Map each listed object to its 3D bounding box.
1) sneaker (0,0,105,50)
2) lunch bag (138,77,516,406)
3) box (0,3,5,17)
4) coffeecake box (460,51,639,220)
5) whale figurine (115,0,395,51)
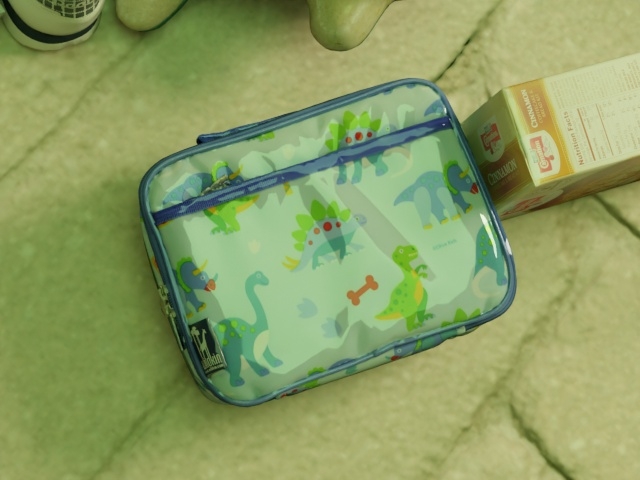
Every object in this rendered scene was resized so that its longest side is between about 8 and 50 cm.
[{"bbox_3d":[-0.201,-0.239,1.042,0.090,0.095,0.235,-30,86,-15],"label":"sneaker"},{"bbox_3d":[0.000,0.000,1.037,0.219,0.090,0.176,-17,85,-8],"label":"lunch bag"},{"bbox_3d":[-0.299,-0.195,1.001,0.145,0.038,0.186,-29,87,-52],"label":"box"},{"bbox_3d":[0.188,-0.073,1.079,0.185,0.142,0.068,-16,83,-16],"label":"coffeecake box"},{"bbox_3d":[-0.013,-0.223,1.083,0.272,0.141,0.216,-20,84,8],"label":"whale figurine"}]
